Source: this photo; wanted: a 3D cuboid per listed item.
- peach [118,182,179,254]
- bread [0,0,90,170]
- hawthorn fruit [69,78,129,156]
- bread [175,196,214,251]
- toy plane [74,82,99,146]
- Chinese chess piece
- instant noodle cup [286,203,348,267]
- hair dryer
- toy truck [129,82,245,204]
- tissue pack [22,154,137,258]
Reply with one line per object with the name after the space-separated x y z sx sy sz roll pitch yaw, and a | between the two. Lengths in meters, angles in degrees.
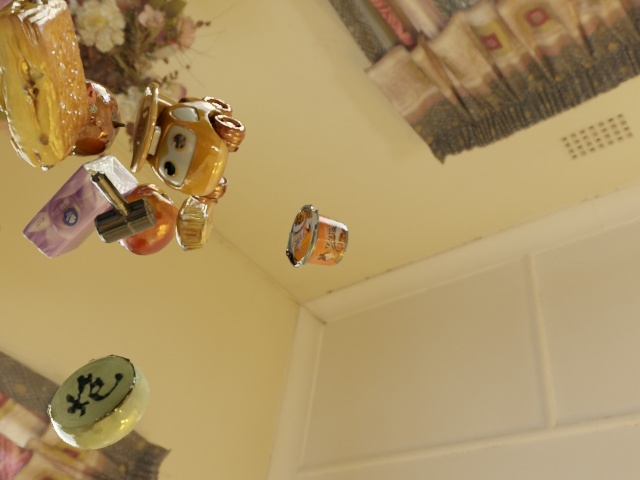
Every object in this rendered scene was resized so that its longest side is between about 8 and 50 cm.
-0.688 -0.079 2.304 0.281 0.281 0.238 -45 -133 2 | peach
-0.436 -0.250 0.912 0.099 0.235 0.210 -2 -147 -7 | bread
-0.787 -0.408 1.963 0.301 0.268 0.268 8 -129 6 | hawthorn fruit
-0.425 -0.065 2.003 0.241 0.107 0.136 -94 -171 -67 | bread
-0.669 -0.351 1.640 0.126 0.077 0.194 -21 -119 40 | toy plane
-0.804 0.584 2.153 0.349 0.146 0.349 -11 -144 8 | Chinese chess piece
0.000 0.000 1.634 0.208 0.125 0.178 153 -53 -62 | instant noodle cup
-0.454 -0.082 1.280 0.124 0.219 0.071 -21 -123 -4 | hair dryer
-0.311 -0.228 1.351 0.204 0.211 0.288 -65 -149 25 | toy truck
-0.802 -0.111 1.988 0.338 0.160 0.242 -42 -172 16 | tissue pack
